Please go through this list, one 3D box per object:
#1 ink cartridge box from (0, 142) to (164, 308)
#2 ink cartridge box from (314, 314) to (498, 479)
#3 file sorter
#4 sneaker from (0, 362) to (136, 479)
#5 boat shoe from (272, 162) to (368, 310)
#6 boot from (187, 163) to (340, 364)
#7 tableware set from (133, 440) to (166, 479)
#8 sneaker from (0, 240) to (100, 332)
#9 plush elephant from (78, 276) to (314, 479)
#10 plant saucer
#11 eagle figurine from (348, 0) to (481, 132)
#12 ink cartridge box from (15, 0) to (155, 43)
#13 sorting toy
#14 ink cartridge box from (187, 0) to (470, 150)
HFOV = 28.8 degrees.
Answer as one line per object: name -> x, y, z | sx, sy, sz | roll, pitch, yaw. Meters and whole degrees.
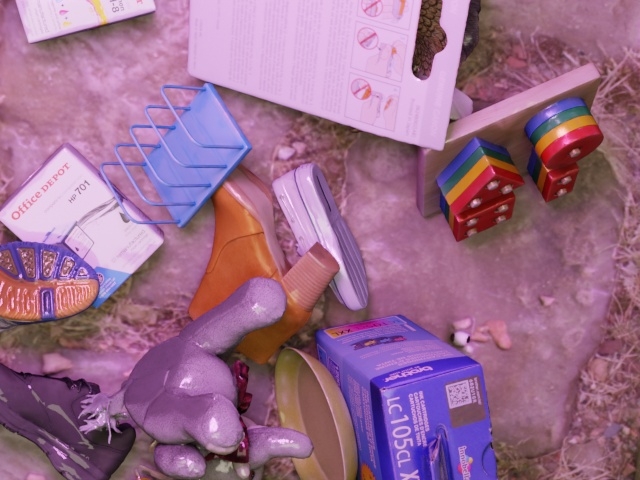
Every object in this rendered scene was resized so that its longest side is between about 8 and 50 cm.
ink cartridge box -> -0.334, -0.022, 1.743 | 0.139, 0.082, 0.191 | -45, 105, 1
ink cartridge box -> 0.127, 0.275, 1.703 | 0.151, 0.395, 0.270 | -13, 101, -14
file sorter -> -0.201, -0.114, 1.680 | 0.170, 0.104, 0.118 | -47, 64, 31
sneaker -> -0.387, 0.234, 1.779 | 0.286, 0.109, 0.130 | 44, 81, -20
boat shoe -> 0.000, 0.000, 1.811 | 0.076, 0.083, 0.226 | -18, 95, 24
boot -> -0.134, 0.023, 1.777 | 0.295, 0.104, 0.211 | 45, 112, 6
tableware set -> -0.226, 0.353, 1.857 | 0.104, 0.024, 0.154 | 26, 94, -16
sneaker -> -0.439, 0.075, 1.708 | 0.297, 0.131, 0.111 | -4, 70, 6
plush elephant -> -0.137, 0.260, 1.705 | 0.330, 0.271, 0.255 | -25, 124, 31
plant saucer -> -0.002, 0.264, 1.771 | 0.037, 0.241, 0.240 | -14, 102, -21
eagle figurine -> 0.106, -0.295, 1.710 | 0.225, 0.226, 0.298 | 5, 103, 6
ink cartridge box -> -0.319, -0.346, 1.666 | 0.176, 0.127, 0.128 | -16, 101, -7
sorting toy -> 0.268, -0.107, 1.731 | 0.257, 0.255, 0.089 | -24, 71, -4
ink cartridge box -> 0.015, -0.313, 1.600 | 0.385, 0.091, 0.308 | 19, 125, 18
